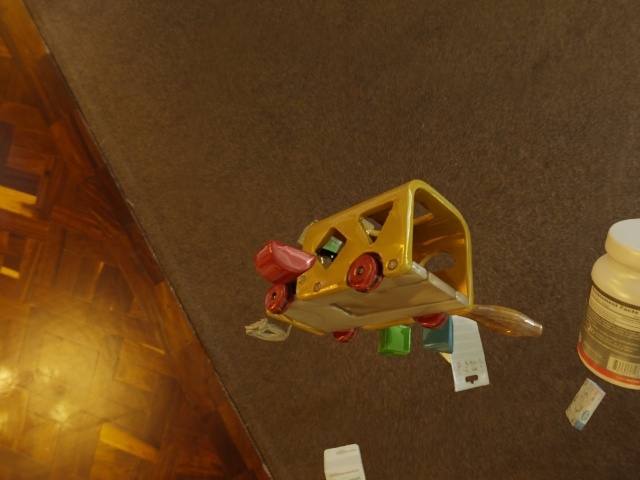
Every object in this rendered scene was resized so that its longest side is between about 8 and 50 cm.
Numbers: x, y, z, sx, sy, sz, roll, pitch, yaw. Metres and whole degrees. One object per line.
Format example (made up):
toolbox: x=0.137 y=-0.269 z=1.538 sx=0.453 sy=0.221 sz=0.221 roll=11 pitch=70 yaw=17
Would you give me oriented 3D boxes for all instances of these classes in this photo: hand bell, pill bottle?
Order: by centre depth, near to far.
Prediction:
hand bell: x=0.195 y=0.098 z=0.652 sx=0.242 sy=0.126 sz=0.126 roll=16 pitch=93 yaw=8
pill bottle: x=0.742 y=0.147 z=1.045 sx=0.211 sy=0.210 sz=0.362 roll=-2 pitch=118 yaw=10

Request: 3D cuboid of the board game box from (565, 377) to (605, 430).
board game box: x=0.541 y=0.334 z=0.919 sx=0.020 sy=0.090 sz=0.090 roll=30 pitch=97 yaw=19

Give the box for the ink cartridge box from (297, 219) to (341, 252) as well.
ink cartridge box: x=0.000 y=0.000 z=1.362 sx=0.109 sy=0.209 sz=0.062 roll=31 pitch=82 yaw=-6

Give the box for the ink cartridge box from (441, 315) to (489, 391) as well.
ink cartridge box: x=0.335 y=0.262 z=1.081 sx=0.045 sy=0.146 sz=0.179 roll=-22 pitch=69 yaw=48

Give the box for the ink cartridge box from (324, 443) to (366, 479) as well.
ink cartridge box: x=0.063 y=0.580 z=1.092 sx=0.092 sy=0.090 sz=0.143 roll=-13 pitch=93 yaw=0

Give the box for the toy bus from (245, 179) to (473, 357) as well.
toy bus: x=0.031 y=0.023 z=0.400 sx=0.202 sy=0.191 sz=0.104 roll=7 pitch=61 yaw=4
